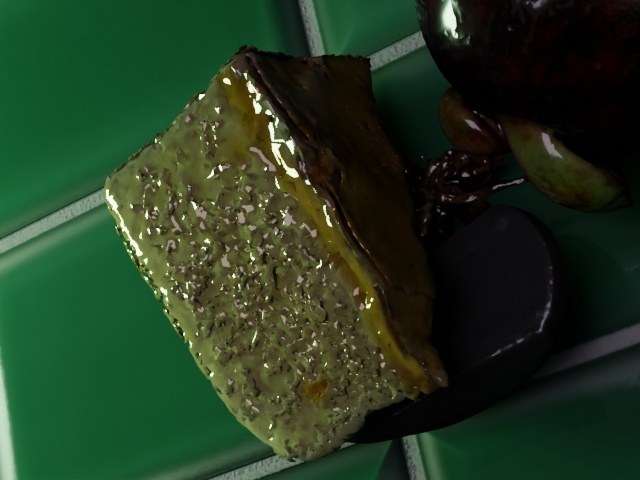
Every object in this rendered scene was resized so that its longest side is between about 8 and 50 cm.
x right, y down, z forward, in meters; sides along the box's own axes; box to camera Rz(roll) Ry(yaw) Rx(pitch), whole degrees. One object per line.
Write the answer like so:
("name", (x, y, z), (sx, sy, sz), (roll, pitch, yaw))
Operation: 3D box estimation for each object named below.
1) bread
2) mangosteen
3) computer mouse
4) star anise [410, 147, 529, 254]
("bread", (0.000, 0.000, 1.314), (0.248, 0.279, 0.315), (-37, 85, 29))
("mangosteen", (0.204, -0.176, 1.162), (0.288, 0.288, 0.288), (-8, 75, 32))
("computer mouse", (0.107, 0.083, 1.275), (0.269, 0.086, 0.138), (-35, 54, 26))
("star anise", (0.122, -0.040, 1.302), (0.190, 0.070, 0.097), (-15, 62, 41))
